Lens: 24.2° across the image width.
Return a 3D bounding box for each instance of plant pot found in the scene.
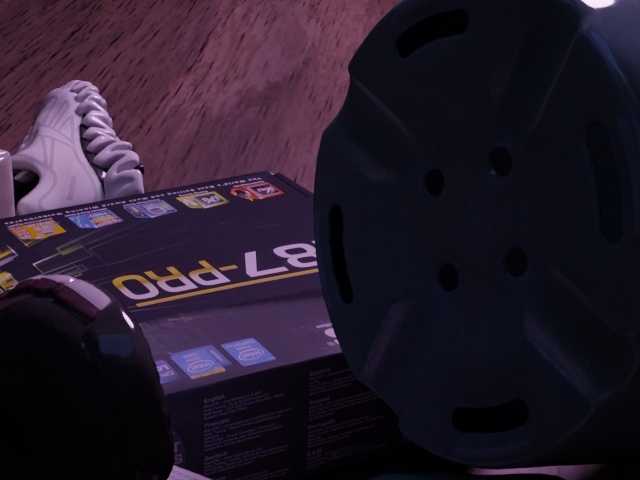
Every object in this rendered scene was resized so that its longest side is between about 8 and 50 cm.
[{"bbox_3d":[0.198,-0.017,0.851,0.334,0.341,0.341,-2,20,-37],"label":"plant pot"}]

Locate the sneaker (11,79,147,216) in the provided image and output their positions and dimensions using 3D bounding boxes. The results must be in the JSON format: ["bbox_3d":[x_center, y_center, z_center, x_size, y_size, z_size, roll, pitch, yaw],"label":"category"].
[{"bbox_3d":[-0.237,-0.067,1.343,0.118,0.110,0.292,-13,24,-14],"label":"sneaker"}]

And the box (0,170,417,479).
[{"bbox_3d":[-0.127,0.067,1.006,0.395,0.097,0.318,-11,26,-27],"label":"box"}]

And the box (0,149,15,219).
[{"bbox_3d":[-0.384,-0.040,1.237,0.275,0.113,0.094,13,25,29],"label":"box"}]

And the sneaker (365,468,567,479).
[{"bbox_3d":[0.125,0.175,0.730,0.121,0.108,0.302,-17,24,-37],"label":"sneaker"}]

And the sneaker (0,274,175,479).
[{"bbox_3d":[-0.189,0.088,0.658,0.162,0.106,0.281,-21,9,-33],"label":"sneaker"}]

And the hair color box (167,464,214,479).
[{"bbox_3d":[-0.202,0.190,0.640,0.339,0.110,0.185,-15,17,-41],"label":"hair color box"}]
